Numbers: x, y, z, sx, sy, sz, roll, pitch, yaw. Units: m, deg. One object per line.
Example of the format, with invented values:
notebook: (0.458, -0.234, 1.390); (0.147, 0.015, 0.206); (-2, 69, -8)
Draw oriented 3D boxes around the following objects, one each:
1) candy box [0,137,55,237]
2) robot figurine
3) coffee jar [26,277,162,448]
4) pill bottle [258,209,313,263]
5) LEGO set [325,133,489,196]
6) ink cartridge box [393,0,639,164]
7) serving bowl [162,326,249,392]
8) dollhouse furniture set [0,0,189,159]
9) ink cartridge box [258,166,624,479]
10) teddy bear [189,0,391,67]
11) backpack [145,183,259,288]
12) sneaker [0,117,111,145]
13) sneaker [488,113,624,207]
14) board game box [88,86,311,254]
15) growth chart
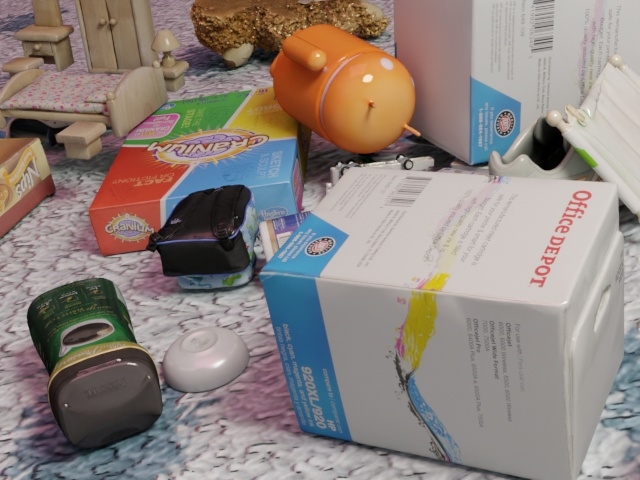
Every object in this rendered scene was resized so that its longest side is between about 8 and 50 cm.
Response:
candy box: (-0.540, -0.061, 1.279); (0.316, 0.087, 0.183); (1, 31, 21)
robot figurine: (0.029, -0.182, 1.159); (0.128, 0.158, 0.219); (-25, 39, -23)
coffee jar: (-0.206, 0.108, 0.875); (0.096, 0.079, 0.184); (-18, 29, -16)
pill bottle: (0.000, 0.000, 1.004); (0.120, 0.067, 0.067); (-13, 29, -3)
LEGO set: (0.125, -0.083, 1.153); (0.244, 0.060, 0.182); (11, 24, 32)
ink cartridge box: (0.250, -0.232, 1.154); (0.270, 0.198, 0.197); (-12, 26, -19)
serving bowl: (-0.109, 0.105, 0.899); (0.083, 0.027, 0.083); (-9, 29, 5)
dollhouse furniture set: (-0.374, -0.269, 1.336); (0.303, 0.174, 0.355); (5, 30, 18)
ink cartridge box: (0.106, 0.058, 0.761); (0.232, 0.168, 0.171); (6, 34, 28)
teddy bear: (-0.049, -0.362, 1.642); (0.338, 0.113, 0.245); (-19, 36, -28)
backpack: (-0.116, -0.003, 1.033); (0.105, 0.084, 0.114); (-5, 33, 13)
sneaker: (-0.372, -0.185, 1.466); (0.237, 0.085, 0.086); (-8, 68, -9)
sneaker: (0.271, -0.089, 1.009); (0.262, 0.121, 0.099); (-33, 36, -33)
board game box: (-0.138, -0.101, 1.233); (0.242, 0.064, 0.316); (-8, 29, 7)
growth chart: (0.330, -0.107, 1.003); (0.021, 0.172, 0.237); (-39, 2, 41)
